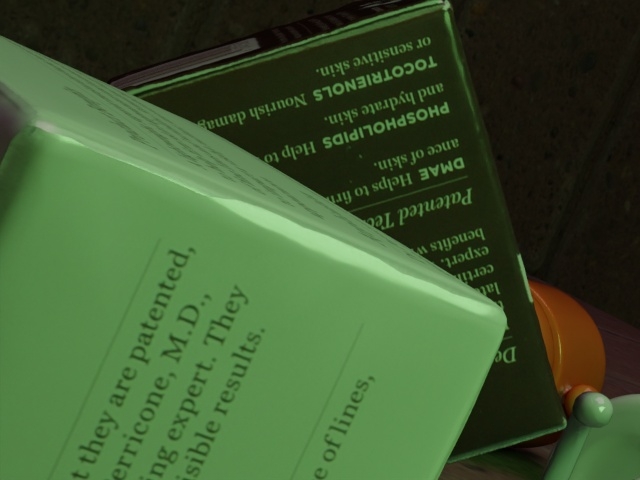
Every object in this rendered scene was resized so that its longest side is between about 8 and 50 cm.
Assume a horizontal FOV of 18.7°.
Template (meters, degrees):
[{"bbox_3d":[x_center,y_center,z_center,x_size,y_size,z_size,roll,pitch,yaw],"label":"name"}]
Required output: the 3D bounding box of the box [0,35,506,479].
[{"bbox_3d":[-0.079,0.051,0.450,0.119,0.182,0.181,23,5,-29],"label":"box"}]

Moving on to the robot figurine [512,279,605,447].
[{"bbox_3d":[0.131,0.087,1.410,0.219,0.128,0.158,15,48,-61],"label":"robot figurine"}]

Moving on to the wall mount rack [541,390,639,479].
[{"bbox_3d":[0.196,0.168,0.826,0.350,0.130,0.304,23,7,2],"label":"wall mount rack"}]

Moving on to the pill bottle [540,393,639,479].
[{"bbox_3d":[0.229,0.162,1.093,0.216,0.121,0.121,19,7,-45],"label":"pill bottle"}]

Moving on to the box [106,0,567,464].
[{"bbox_3d":[0.000,0.000,0.923,0.167,0.203,0.168,-17,10,-1],"label":"box"}]
